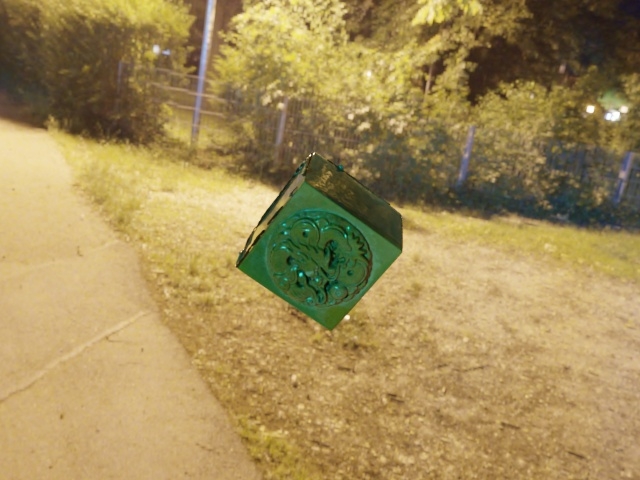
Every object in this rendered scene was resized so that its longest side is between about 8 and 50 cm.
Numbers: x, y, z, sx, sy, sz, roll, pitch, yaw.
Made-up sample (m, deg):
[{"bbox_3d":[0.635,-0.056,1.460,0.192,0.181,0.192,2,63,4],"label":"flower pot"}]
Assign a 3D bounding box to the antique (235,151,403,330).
[{"bbox_3d":[0.000,0.000,0.782,0.152,0.146,0.148,34,24,-10],"label":"antique"}]
